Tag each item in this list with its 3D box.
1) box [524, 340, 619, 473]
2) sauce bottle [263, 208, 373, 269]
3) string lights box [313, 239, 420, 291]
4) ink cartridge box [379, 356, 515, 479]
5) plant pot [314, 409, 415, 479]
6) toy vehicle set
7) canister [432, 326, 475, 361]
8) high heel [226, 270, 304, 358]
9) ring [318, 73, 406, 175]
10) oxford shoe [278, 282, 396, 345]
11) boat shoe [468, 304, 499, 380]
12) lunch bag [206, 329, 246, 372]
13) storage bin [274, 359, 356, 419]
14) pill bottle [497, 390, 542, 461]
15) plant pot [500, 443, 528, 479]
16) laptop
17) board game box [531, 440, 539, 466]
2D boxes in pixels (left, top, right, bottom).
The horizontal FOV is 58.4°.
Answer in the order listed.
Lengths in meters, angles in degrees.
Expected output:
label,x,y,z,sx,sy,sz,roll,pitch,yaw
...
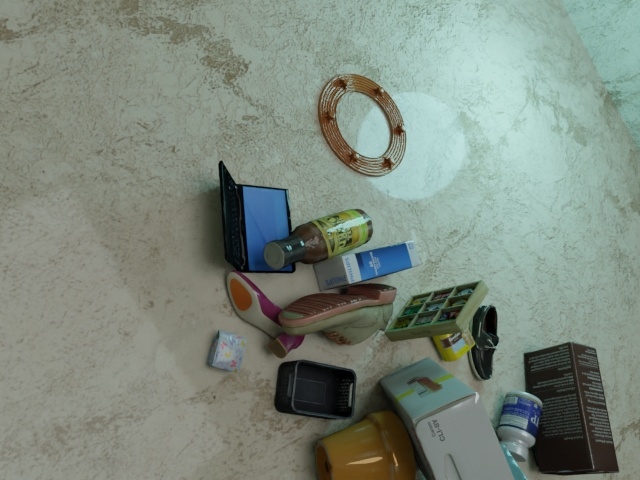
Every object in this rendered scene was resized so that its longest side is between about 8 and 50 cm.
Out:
label,x,y,z,sx,sy,sz,roll,pitch,yaw
box,0.779,0.528,1.794,0.143,0.191,0.381,18,60,-27
sauce bottle,0.000,0.000,1.459,0.344,0.111,0.111,-22,89,-48
string lights box,0.128,0.068,1.544,0.260,0.133,0.076,-11,84,-37
ink cartridge box,0.298,0.469,1.373,0.160,0.385,0.279,-24,91,-4
plant pot,0.094,0.521,1.358,0.188,0.205,0.205,-3,77,-20
toy vehicle set,0.311,0.194,1.550,0.035,0.267,0.166,52,53,-12
canister,0.378,0.258,1.700,0.126,0.073,0.169,-29,95,-37
high heel,-0.127,0.162,1.387,0.244,0.082,0.117,50,30,1
ring,0.141,-0.358,1.747,0.337,0.032,0.336,12,69,-33
oxford shoe,0.058,0.204,1.431,0.397,0.141,0.146,-6,101,-44
boat shoe,0.511,0.315,1.772,0.084,0.079,0.233,17,68,-32
lunch bag,-0.212,0.252,1.303,0.071,0.053,0.083,21,75,-26
storage bin,-0.010,0.364,1.390,0.180,0.084,0.122,18,67,-29
pill bottle,0.599,0.564,1.735,0.112,0.112,0.186,38,58,-20
plant pot,0.420,0.726,1.449,0.252,0.247,0.247,-20,121,-6
laptop,-0.148,-0.047,1.385,0.137,0.264,0.234,-7,77,1
board game box,0.749,0.642,1.869,0.186,0.026,0.126,-13,83,-37
